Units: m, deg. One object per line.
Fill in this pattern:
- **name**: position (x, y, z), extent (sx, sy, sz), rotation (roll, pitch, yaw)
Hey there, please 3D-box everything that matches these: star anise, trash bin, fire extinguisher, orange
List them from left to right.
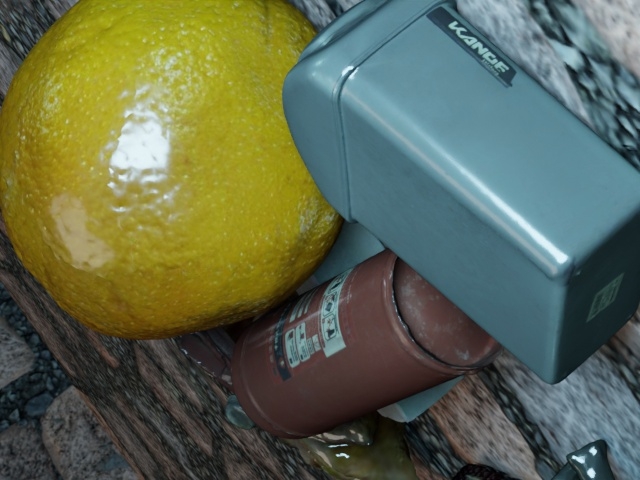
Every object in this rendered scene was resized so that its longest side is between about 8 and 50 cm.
- **orange**: position (-0.099, -0.063, 1.241), extent (0.264, 0.264, 0.264), rotation (47, 163, 19)
- **star anise**: position (-0.025, 0.122, 1.698), extent (0.349, 0.109, 0.292), rotation (42, 156, 0)
- **fire extinguisher**: position (-0.003, 0.069, 1.340), extent (0.147, 0.106, 0.337), rotation (53, 144, -6)
- **trash bin**: position (0.084, -0.041, 1.068), extent (0.236, 0.101, 0.177), rotation (43, 160, 24)

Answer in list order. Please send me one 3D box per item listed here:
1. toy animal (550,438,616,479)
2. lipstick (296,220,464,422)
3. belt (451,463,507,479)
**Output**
- **toy animal**: position (0.210, 0.220, 1.277), extent (0.146, 0.114, 0.245), rotation (56, -173, 13)
- **lipstick**: position (0.000, 0.000, 1.432), extent (0.317, 0.068, 0.066), rotation (57, 161, -15)
- **belt**: position (0.155, 0.346, 1.562), extent (0.184, 0.164, 0.289), rotation (17, 142, 50)
